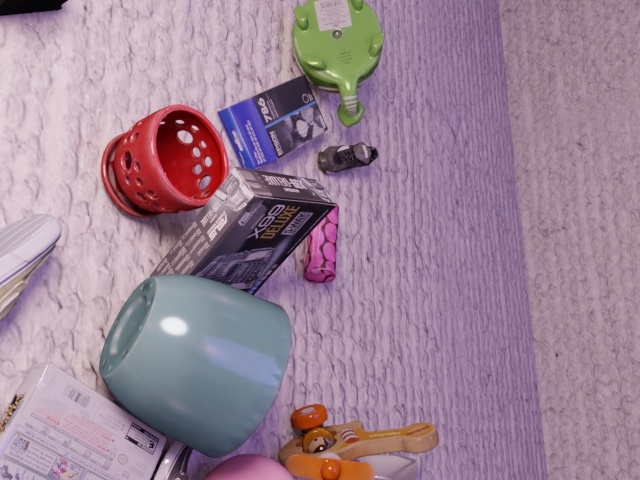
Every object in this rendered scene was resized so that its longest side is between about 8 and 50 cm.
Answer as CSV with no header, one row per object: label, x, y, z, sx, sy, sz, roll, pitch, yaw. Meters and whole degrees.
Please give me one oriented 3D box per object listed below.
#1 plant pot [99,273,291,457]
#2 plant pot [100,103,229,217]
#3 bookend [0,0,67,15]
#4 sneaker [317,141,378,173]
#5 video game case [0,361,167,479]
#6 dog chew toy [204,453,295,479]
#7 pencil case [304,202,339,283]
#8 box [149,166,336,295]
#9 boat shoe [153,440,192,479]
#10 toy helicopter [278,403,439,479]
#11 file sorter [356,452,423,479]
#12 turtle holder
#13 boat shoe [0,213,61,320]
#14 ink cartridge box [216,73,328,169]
plant pot,-0.232,0.194,1.093,0.235,0.293,0.293,31,55,-27
plant pot,-0.294,-0.139,1.186,0.191,0.174,0.191,20,64,-49
bookend,-0.470,-0.441,1.055,0.156,0.157,0.072,-36,109,-51
sneaker,0.085,-0.240,1.786,0.234,0.106,0.078,-14,90,-54
video game case,-0.395,0.365,0.992,0.269,0.061,0.244,48,44,-34
dog chew toy,-0.178,0.543,1.126,0.332,0.206,0.207,-40,112,-42
pencil case,0.000,0.000,1.614,0.098,0.095,0.209,83,7,-69
box,-0.149,-0.002,1.236,0.242,0.307,0.076,2,47,-54
boat shoe,-0.259,0.447,1.098,0.228,0.076,0.080,-68,176,-53
toy helicopter,0.074,0.441,1.353,0.235,0.355,0.140,-21,98,-71
file sorter,0.106,0.632,1.482,0.173,0.193,0.278,34,54,-40
turtle holder,0.065,-0.497,1.712,0.320,0.243,0.227,49,-5,7
boat shoe,-0.495,0.077,0.930,0.302,0.109,0.094,-51,136,-37
ink cartridge box,-0.109,-0.297,1.581,0.332,0.065,0.165,-42,114,-49
